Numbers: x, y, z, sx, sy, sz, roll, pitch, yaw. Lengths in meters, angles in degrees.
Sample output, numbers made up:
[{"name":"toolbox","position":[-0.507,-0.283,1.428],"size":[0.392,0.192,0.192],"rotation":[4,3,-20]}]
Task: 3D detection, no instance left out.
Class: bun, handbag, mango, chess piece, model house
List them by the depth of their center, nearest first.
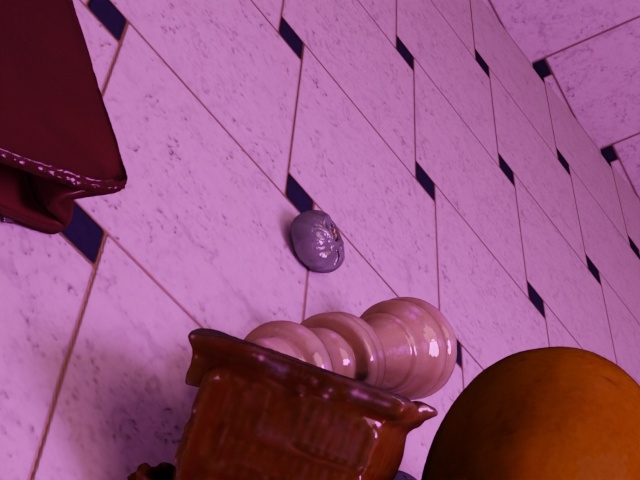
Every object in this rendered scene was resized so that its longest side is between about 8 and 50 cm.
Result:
[{"name":"handbag","position":[-0.287,-0.151,1.054],"size":[0.275,0.084,0.260],"rotation":[19,46,-57]},{"name":"model house","position":[-0.032,0.204,1.066],"size":[0.199,0.219,0.229],"rotation":[73,37,-77]},{"name":"mango","position":[0.188,0.271,1.184],"size":[0.446,0.232,0.300],"rotation":[-50,153,-64]},{"name":"chess piece","position":[0.013,0.124,1.324],"size":[0.397,0.117,0.117],"rotation":[-2,65,-63]},{"name":"bun","position":[0.000,0.000,1.520],"size":[0.083,0.045,0.083],"rotation":[46,30,-37]}]

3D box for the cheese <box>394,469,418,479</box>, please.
[{"name":"cheese","position":[0.065,0.283,1.308],"size":[0.244,0.052,0.135],"rotation":[10,53,-62]}]
